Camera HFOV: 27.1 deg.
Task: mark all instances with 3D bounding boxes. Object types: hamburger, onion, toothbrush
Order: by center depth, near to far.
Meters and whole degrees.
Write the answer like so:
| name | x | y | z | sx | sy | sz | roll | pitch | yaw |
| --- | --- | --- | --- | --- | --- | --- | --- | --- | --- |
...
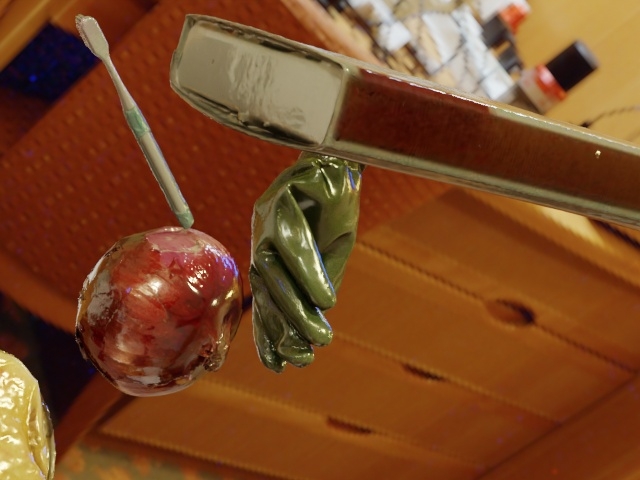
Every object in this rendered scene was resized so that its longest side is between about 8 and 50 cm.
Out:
| name | x | y | z | sx | sy | sz | roll | pitch | yaw |
| --- | --- | --- | --- | --- | --- | --- | --- | --- | --- |
| toothbrush | -0.111 | -0.069 | 0.810 | 0.014 | 0.011 | 0.167 | 33 | -25 | 44 |
| onion | -0.116 | 0.053 | 0.966 | 0.131 | 0.131 | 0.131 | 40 | 26 | -25 |
| hamburger | -0.325 | 0.216 | 1.290 | 0.131 | 0.124 | 0.262 | 14 | 53 | -25 |

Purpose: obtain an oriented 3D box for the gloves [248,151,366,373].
| name | x | y | z | sx | sy | sz | roll | pitch | yaw |
| --- | --- | --- | --- | --- | --- | --- | --- | --- | --- |
| gloves | -0.011 | -0.005 | 1.247 | 0.135 | 0.107 | 0.268 | 44 | 56 | -58 |

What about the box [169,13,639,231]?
| name | x | y | z | sx | sy | sz | roll | pitch | yaw |
| --- | --- | --- | --- | --- | --- | --- | --- | --- | --- |
| box | 0.045 | -0.042 | 0.504 | 0.177 | 0.036 | 0.115 | 11 | 11 | -35 |
